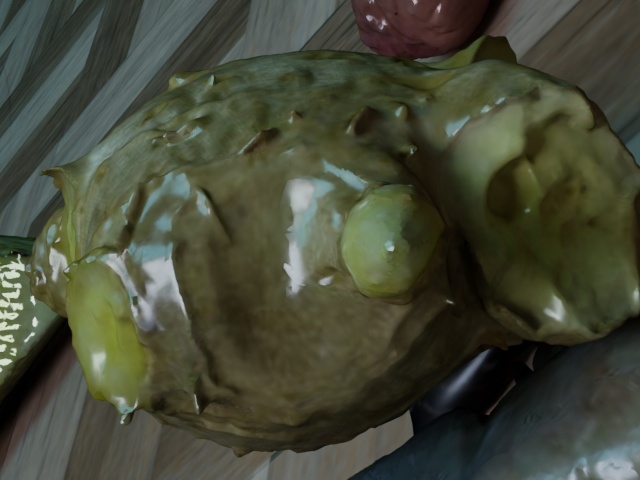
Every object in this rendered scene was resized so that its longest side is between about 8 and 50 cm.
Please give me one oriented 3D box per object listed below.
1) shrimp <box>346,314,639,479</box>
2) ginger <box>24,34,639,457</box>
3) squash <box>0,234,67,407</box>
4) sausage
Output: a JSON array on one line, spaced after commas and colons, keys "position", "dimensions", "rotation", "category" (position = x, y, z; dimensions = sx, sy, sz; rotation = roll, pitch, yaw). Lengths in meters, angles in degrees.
[{"position": [0.034, 0.060, 0.479], "dimensions": [0.289, 0.075, 0.178], "rotation": [-48, 14, 30], "category": "shrimp"}, {"position": [0.000, 0.000, 0.431], "dimensions": [0.216, 0.157, 0.102], "rotation": [-152, 50, -80], "category": "ginger"}, {"position": [-0.248, 0.136, 1.048], "dimensions": [0.111, 0.203, 0.289], "rotation": [-54, -32, -84], "category": "squash"}, {"position": [0.058, -0.147, 0.731], "dimensions": [0.062, 0.062, 0.154], "rotation": [-29, 34, 54], "category": "sausage"}]
